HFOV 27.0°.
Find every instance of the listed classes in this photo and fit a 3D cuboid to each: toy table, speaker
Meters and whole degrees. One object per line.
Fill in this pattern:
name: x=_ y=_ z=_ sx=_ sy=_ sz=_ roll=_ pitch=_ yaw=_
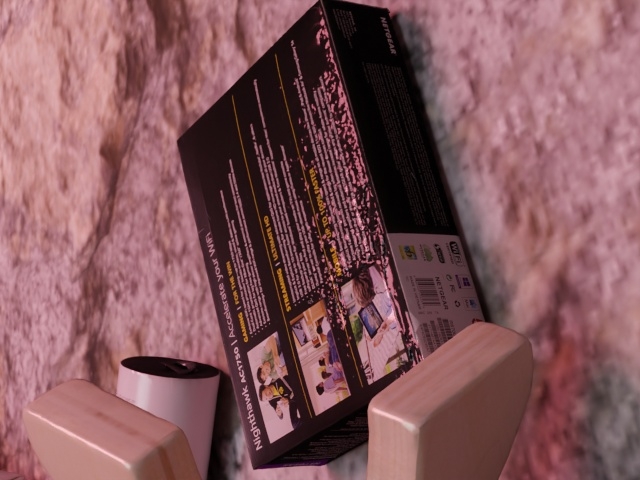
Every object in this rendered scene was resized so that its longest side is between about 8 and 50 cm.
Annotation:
toy table: x=0.000 y=0.153 z=0.457 sx=0.274 sy=0.252 sz=0.161 roll=9 pitch=123 yaw=32
speaker: x=-0.087 y=0.131 z=0.708 sx=0.055 sy=0.055 sz=0.136 roll=16 pitch=100 yaw=51

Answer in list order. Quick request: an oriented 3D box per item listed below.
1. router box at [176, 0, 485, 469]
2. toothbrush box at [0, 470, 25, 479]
router box: x=0.000 y=0.000 z=0.611 sx=0.133 sy=0.046 sz=0.179 roll=-37 pitch=60 yaw=45
toothbrush box: x=-0.324 y=0.283 z=0.840 sx=0.216 sy=0.126 sz=0.295 roll=7 pitch=96 yaw=10
